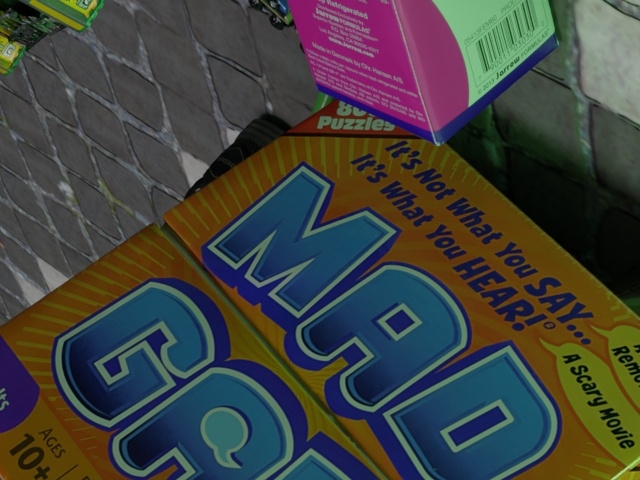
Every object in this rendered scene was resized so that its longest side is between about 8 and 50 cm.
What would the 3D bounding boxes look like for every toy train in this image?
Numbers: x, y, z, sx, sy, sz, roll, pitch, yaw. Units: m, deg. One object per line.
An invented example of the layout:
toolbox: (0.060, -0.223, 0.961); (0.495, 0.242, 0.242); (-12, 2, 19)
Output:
toy train: (0.004, -0.142, 1.265); (0.158, 0.027, 0.036); (42, 152, 16)

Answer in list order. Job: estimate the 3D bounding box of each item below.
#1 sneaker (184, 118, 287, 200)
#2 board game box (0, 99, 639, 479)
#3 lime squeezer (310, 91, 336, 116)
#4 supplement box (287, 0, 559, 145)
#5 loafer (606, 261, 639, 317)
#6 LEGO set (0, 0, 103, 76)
sneaker: (-0.054, 0.018, 1.491); (0.087, 0.130, 0.227); (33, 154, 37)
board game box: (0.029, 0.191, 1.205); (0.356, 0.356, 0.356); (45, 164, 38)
lime squeezer: (0.000, 0.000, 1.380); (0.059, 0.110, 0.310); (53, 163, 38)
supplement box: (0.042, -0.183, 1.026); (0.114, 0.111, 0.220); (28, 149, 41)
loafer: (0.220, 0.041, 1.126); (0.050, 0.056, 0.148); (59, 156, -6)
LEGO set: (-0.229, -0.258, 1.207); (0.192, 0.255, 0.331); (27, 175, -19)
